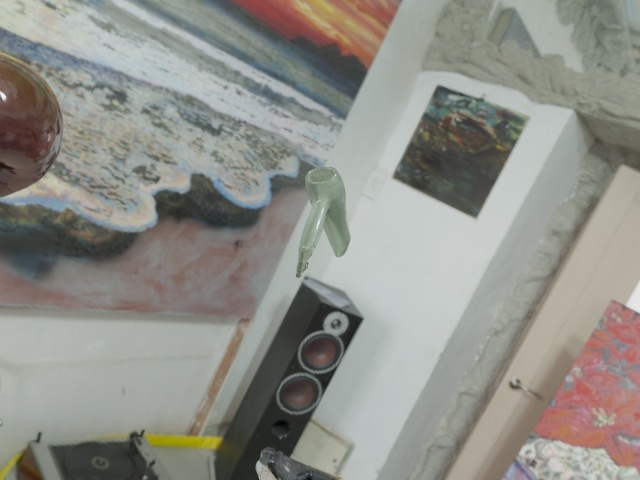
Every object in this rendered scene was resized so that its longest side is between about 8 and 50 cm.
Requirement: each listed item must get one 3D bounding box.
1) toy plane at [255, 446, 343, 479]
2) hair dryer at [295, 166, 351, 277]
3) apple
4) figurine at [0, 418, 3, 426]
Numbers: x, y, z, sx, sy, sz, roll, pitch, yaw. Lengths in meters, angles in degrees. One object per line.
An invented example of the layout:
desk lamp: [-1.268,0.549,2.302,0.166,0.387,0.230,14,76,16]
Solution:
toy plane: [-0.013,0.343,0.709,0.102,0.316,0.204,-1,62,-23]
hair dryer: [0.000,0.000,1.095,0.075,0.207,0.237,2,43,22]
apple: [-0.607,-0.204,0.973,0.235,0.305,0.305,63,16,8]
figurine: [-0.744,0.319,1.158,0.160,0.183,0.226,-16,80,-59]
